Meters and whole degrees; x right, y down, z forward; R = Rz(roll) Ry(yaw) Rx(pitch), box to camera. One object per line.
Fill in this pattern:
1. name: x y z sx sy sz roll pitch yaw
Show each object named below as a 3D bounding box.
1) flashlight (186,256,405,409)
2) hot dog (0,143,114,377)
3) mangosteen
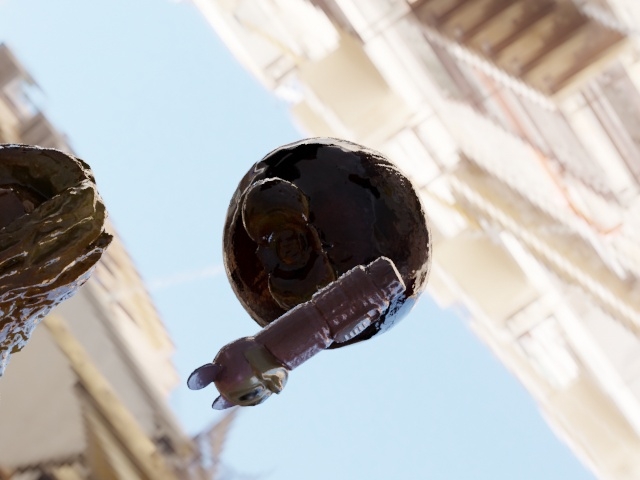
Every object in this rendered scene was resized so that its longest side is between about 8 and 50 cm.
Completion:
1. flashlight: -0.008 0.047 0.817 0.110 0.052 0.031 -33 -120 2
2. hot dog: -0.257 0.040 1.191 0.259 0.114 0.175 -54 -142 5
3. mangosteen: 0.000 0.000 1.186 0.152 0.152 0.152 -27 -149 18
